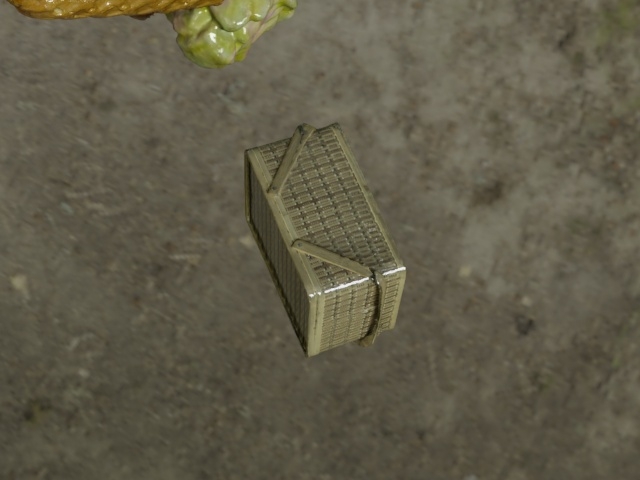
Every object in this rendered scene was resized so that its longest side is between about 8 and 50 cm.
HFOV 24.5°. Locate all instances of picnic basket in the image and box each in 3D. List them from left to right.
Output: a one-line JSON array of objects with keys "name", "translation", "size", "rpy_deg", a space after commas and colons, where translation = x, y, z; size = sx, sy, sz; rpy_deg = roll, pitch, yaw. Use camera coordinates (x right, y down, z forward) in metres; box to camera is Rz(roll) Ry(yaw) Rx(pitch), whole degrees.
[{"name": "picnic basket", "translation": [0.000, 0.000, 1.179], "size": [0.079, 0.164, 0.115], "rpy_deg": [-17, 151, -13]}]

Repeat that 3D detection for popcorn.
[{"name": "popcorn", "translation": [-0.069, -0.172, 1.065], "size": [0.097, 0.109, 0.089], "rpy_deg": [-31, 87, -15]}]

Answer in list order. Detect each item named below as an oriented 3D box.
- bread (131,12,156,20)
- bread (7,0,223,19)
[{"name": "bread", "translation": [-0.178, -0.277, 1.348], "size": [0.140, 0.160, 0.169], "rpy_deg": [34, 111, -6]}, {"name": "bread", "translation": [-0.113, -0.155, 0.861], "size": [0.157, 0.052, 0.044], "rpy_deg": [-14, 121, -40]}]
